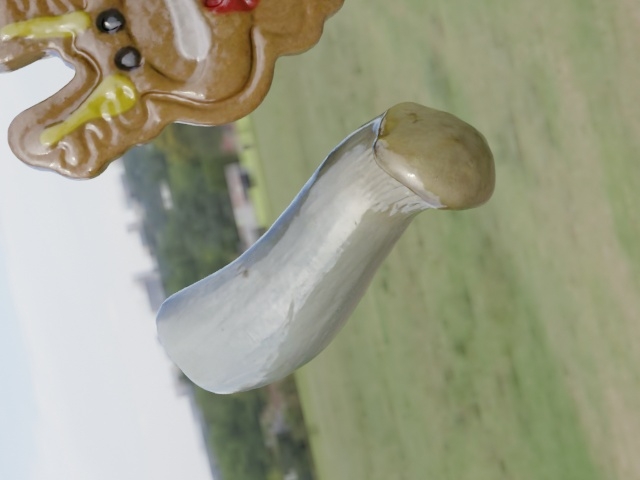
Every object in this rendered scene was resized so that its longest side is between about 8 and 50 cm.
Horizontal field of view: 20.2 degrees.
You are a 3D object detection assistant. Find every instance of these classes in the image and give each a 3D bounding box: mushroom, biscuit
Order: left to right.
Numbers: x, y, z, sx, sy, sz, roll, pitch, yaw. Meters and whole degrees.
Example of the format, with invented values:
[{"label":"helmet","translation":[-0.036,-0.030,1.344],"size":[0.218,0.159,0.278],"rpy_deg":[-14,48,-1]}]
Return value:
[{"label":"biscuit","translation":[-0.125,-0.167,1.408],"size":[0.186,0.295,0.044],"rpy_deg":[63,175,3]},{"label":"mushroom","translation":[0.000,0.000,1.393],"size":[0.122,0.329,0.159],"rpy_deg":[30,-141,-25]}]
